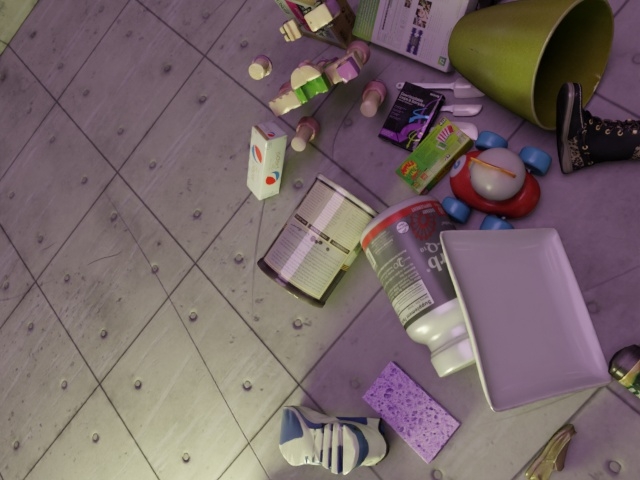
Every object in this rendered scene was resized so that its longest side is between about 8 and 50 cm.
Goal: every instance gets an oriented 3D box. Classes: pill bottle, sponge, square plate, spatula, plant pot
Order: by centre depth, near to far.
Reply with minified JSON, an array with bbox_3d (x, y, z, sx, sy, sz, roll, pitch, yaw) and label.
[{"bbox_3d":[0.407,0.142,1.062,0.049,0.343,0.347,-42,56,55],"label":"square plate"},{"bbox_3d":[0.254,0.099,1.170,0.210,0.210,0.363,-33,68,15],"label":"pill bottle"},{"bbox_3d":[0.444,-0.428,1.197,0.293,0.274,0.275,37,95,43],"label":"plant pot"},{"bbox_3d":[0.209,0.395,1.223,0.210,0.031,0.117,41,97,28],"label":"sponge"},{"bbox_3d":[0.300,-0.345,1.366,0.242,0.019,0.168,9,87,28],"label":"spatula"}]

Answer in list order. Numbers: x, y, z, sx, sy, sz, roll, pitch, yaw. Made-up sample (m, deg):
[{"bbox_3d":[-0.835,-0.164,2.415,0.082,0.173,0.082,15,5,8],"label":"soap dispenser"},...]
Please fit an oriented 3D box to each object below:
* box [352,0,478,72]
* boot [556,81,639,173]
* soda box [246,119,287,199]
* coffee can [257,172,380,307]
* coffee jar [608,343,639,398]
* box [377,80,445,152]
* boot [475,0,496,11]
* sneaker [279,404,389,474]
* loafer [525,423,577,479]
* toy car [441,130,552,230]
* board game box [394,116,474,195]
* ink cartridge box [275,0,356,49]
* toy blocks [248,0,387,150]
[{"bbox_3d":[0.241,-0.604,1.365,0.322,0.058,0.232,34,129,27],"label":"box"},{"bbox_3d":[0.588,-0.241,1.091,0.178,0.236,0.085,-5,52,20],"label":"boot"},{"bbox_3d":[-0.149,-0.217,1.444,0.069,0.216,0.074,-24,58,-31],"label":"soda box"},{"bbox_3d":[0.000,0.000,1.320,0.201,0.201,0.275,37,95,28],"label":"coffee can"},{"bbox_3d":[0.646,0.280,1.005,0.184,0.096,0.079,42,95,28],"label":"coffee jar"},{"bbox_3d":[0.235,-0.320,1.367,0.116,0.029,0.162,29,95,27],"label":"box"},{"bbox_3d":[0.499,-0.657,1.301,0.228,0.091,0.263,9,80,28],"label":"boot"},{"bbox_3d":[0.047,0.471,1.233,0.315,0.182,0.128,-10,69,54],"label":"sneaker"},{"bbox_3d":[0.478,0.439,1.074,0.050,0.056,0.148,38,105,27],"label":"loafer"},{"bbox_3d":[0.370,-0.145,1.157,0.210,0.238,0.219,30,91,28],"label":"toy car"},{"bbox_3d":[0.283,-0.206,1.316,0.181,0.043,0.092,-48,63,12],"label":"board game box"},{"bbox_3d":[-0.018,-0.649,1.463,0.193,0.234,0.088,29,90,29],"label":"ink cartridge box"},{"bbox_3d":[0.000,-0.458,1.407,0.288,0.309,0.260,-20,28,28],"label":"toy blocks"}]
